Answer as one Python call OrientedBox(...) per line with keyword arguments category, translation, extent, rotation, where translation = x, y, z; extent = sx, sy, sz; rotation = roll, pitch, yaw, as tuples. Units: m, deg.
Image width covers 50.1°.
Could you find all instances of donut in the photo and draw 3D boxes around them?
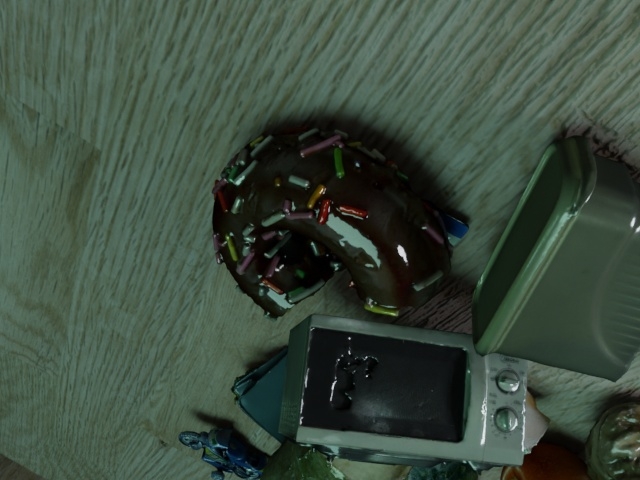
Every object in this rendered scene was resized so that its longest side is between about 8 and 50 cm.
OrientedBox(category="donut", translation=(-0.015, -0.016, 0.901), extent=(0.345, 0.136, 0.259), rotation=(-7, 127, 42))

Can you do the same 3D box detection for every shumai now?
OrientedBox(category="shumai", translation=(0.478, 0.365, 1.006), extent=(0.184, 0.185, 0.218), rotation=(13, 138, 18))

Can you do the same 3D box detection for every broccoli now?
OrientedBox(category="broccoli", translation=(-0.120, 0.296, 1.359), extent=(0.095, 0.097, 0.092), rotation=(-22, 82, 65))

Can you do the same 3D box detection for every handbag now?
OrientedBox(category="handbag", translation=(-0.046, 0.318, 1.315), extent=(0.144, 0.057, 0.221), rotation=(-39, 114, 3))

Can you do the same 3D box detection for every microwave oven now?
OrientedBox(category="microwave oven", translation=(0.104, 0.218, 0.954), extent=(0.295, 0.181, 0.237), rotation=(8, 165, -8))

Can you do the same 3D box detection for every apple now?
OrientedBox(category="apple", translation=(0.380, 0.420, 1.147), extent=(0.139, 0.163, 0.163), rotation=(19, 142, -11))

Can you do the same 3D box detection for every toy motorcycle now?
OrientedBox(category="toy motorcycle", translation=(-0.215, 0.511, 1.645), extent=(0.135, 0.092, 0.254), rotation=(-29, 124, 36))

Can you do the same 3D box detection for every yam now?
OrientedBox(category="yam", translation=(0.013, 0.406, 1.191), extent=(0.195, 0.195, 0.300), rotation=(30, 125, -2))

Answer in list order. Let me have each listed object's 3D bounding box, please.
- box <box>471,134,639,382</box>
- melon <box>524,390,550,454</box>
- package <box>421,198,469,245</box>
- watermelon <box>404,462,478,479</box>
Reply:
OrientedBox(category="box", translation=(0.302, 0.031, 0.782), extent=(0.178, 0.138, 0.274), rotation=(17, 129, -2))
OrientedBox(category="melon", translation=(0.282, 0.263, 1.109), extent=(0.139, 0.093, 0.202), rotation=(69, 162, -6))
OrientedBox(category="package", translation=(0.095, -0.015, 0.948), extent=(0.171, 0.027, 0.173), rotation=(32, 140, 0))
OrientedBox(category="watermelon", translation=(0.178, 0.459, 1.309), extent=(0.231, 0.193, 0.310), rotation=(-16, 156, 24))
